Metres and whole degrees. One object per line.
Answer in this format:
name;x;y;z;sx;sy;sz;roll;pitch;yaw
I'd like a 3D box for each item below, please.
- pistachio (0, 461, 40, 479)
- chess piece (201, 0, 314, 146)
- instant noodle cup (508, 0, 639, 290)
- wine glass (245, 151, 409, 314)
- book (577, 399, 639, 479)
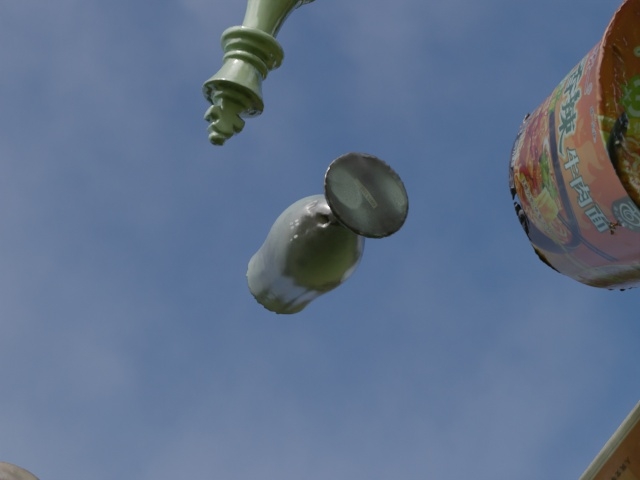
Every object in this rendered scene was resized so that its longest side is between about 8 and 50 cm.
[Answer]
pistachio;-0.275;0.287;1.142;0.124;0.124;0.185;-28;-89;9
chess piece;-0.042;-0.122;0.800;0.059;0.149;0.059;16;-27;8
instant noodle cup;0.261;-0.065;0.996;0.230;0.230;0.182;16;-20;-18
wine glass;0.000;0.000;1.257;0.093;0.093;0.202;18;-34;-19
book;0.298;0.258;1.035;0.018;0.241;0.170;6;-57;-45
